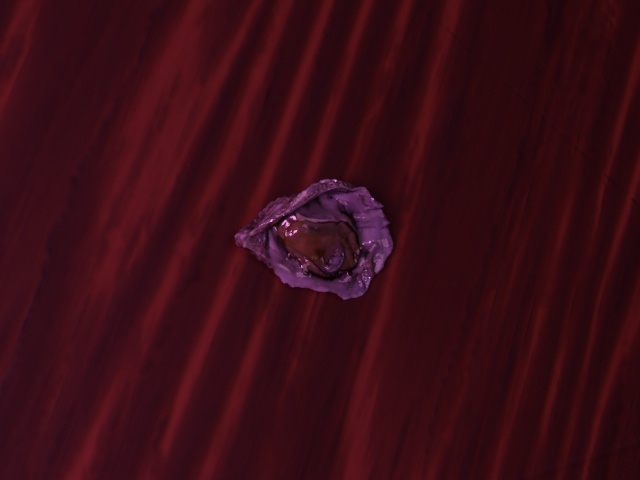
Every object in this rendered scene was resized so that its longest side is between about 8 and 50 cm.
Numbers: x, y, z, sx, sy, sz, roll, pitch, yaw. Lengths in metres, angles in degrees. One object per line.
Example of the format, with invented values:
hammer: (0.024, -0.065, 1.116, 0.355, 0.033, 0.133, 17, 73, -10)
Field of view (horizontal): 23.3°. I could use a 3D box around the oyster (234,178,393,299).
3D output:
oyster: (0.000, 0.001, 1.061, 0.098, 0.037, 0.100, -43, 124, -15)
